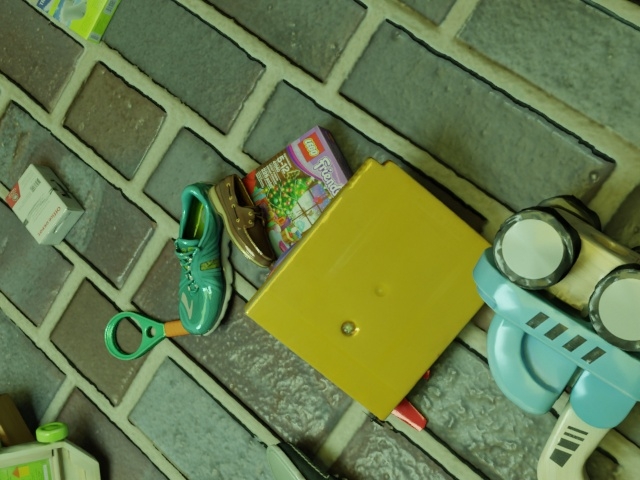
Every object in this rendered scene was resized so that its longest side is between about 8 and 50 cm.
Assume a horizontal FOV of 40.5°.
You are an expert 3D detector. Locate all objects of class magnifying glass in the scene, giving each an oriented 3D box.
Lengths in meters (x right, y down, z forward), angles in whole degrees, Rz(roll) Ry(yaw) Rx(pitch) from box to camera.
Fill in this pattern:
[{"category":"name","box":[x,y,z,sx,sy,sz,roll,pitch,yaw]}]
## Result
[{"category":"magnifying glass","box":[-0.306,0.169,1.615,0.230,0.026,0.092,-10,82,23]}]

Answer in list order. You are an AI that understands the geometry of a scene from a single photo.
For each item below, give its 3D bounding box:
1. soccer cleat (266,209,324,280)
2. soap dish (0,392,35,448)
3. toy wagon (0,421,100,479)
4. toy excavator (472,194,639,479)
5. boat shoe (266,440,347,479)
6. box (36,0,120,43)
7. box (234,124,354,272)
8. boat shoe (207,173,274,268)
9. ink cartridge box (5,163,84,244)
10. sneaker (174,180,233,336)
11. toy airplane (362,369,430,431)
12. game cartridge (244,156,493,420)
[{"category":"soccer cleat","box":[0.000,0.000,1.396,0.248,0.083,0.095,-50,26,3]},{"category":"soap dish","box":[-0.682,0.420,1.680,0.290,0.118,0.229,-15,109,22]},{"category":"toy wagon","box":[-0.568,0.481,1.556,0.068,0.344,0.267,12,108,64]},{"category":"toy excavator","box":[0.366,0.216,1.225,0.432,0.222,0.445,34,112,18]},{"category":"boat shoe","box":[0.027,0.441,1.410,0.303,0.091,0.114,51,150,18]},{"category":"box","box":[-0.490,-0.482,1.735,0.178,0.042,0.109,35,100,22]},{"category":"box","box":[-0.009,-0.018,1.473,0.200,0.057,0.293,-33,74,19]},{"category":"boat shoe","box":[-0.126,-0.035,1.462,0.060,0.064,0.178,-40,68,22]},{"category":"ink cartridge box","box":[-0.548,-0.070,1.724,0.099,0.056,0.135,-48,69,15]},{"category":"sneaker","box":[-0.222,0.032,1.537,0.107,0.110,0.276,0,86,25]},{"category":"toy airplane","box":[0.125,0.238,1.410,0.151,0.028,0.151,-1,87,23]},{"category":"game cartridge","box":[0.091,0.071,1.338,0.285,0.053,0.324,39,93,-9]}]
